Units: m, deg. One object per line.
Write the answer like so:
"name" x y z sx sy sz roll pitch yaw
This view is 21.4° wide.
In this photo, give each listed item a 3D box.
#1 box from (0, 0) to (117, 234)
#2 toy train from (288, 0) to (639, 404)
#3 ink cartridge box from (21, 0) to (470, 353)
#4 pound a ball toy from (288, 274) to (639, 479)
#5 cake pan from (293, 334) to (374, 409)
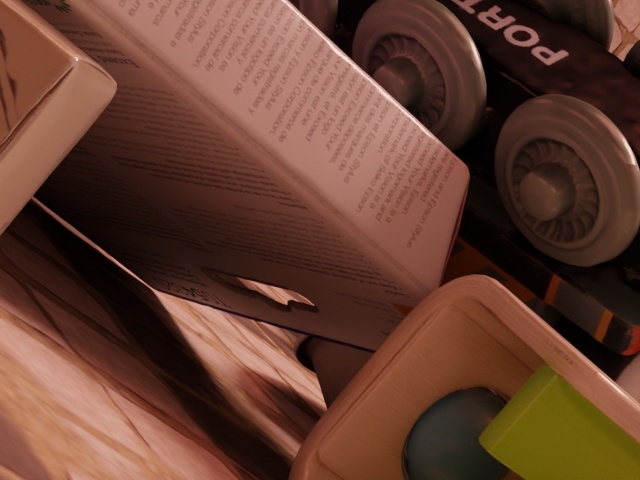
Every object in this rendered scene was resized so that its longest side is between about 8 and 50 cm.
"box" -0.203 -0.106 0.551 0.275 0.094 0.113 39 0 -2
"toy train" 0.066 -0.051 0.827 0.334 0.142 0.190 38 -43 26
"ink cartridge box" -0.092 -0.065 0.793 0.330 0.071 0.324 39 -17 -35
"pound a ball toy" 0.164 0.122 0.746 0.319 0.208 0.136 38 2 -33
"cake pan" 0.131 0.081 1.016 0.293 0.054 0.293 -2 -16 -1
